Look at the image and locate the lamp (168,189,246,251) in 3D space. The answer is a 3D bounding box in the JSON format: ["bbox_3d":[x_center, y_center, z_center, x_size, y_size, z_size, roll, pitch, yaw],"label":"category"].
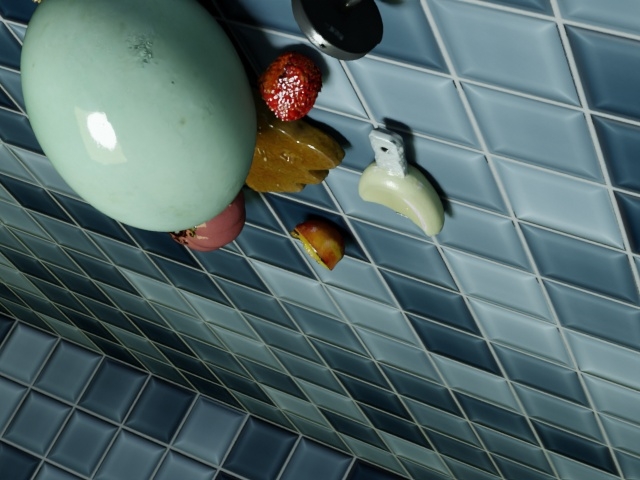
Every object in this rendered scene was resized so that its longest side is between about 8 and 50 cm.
[{"bbox_3d":[-0.191,-0.072,2.347,0.182,0.140,0.182,34,151,23],"label":"lamp"}]

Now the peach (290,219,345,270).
[{"bbox_3d":[0.001,0.001,2.363,0.098,0.061,0.098,48,174,7],"label":"peach"}]

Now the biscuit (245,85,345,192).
[{"bbox_3d":[-0.096,-0.148,2.134,0.278,0.043,0.301,26,161,5],"label":"biscuit"}]

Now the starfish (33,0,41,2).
[{"bbox_3d":[-0.394,-0.358,2.019,0.227,0.043,0.240,19,154,21],"label":"starfish"}]

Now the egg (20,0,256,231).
[{"bbox_3d":[-0.226,-0.174,1.881,0.276,0.276,0.389,14,146,37],"label":"egg"}]

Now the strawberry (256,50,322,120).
[{"bbox_3d":[-0.036,-0.198,1.868,0.083,0.083,0.096,29,157,-2],"label":"strawberry"}]

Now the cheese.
[{"bbox_3d":[0.103,-0.086,2.000,0.127,0.050,0.235,24,162,17],"label":"cheese"}]

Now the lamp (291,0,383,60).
[{"bbox_3d":[0.083,-0.265,1.467,0.130,0.108,0.371,32,161,-21],"label":"lamp"}]
